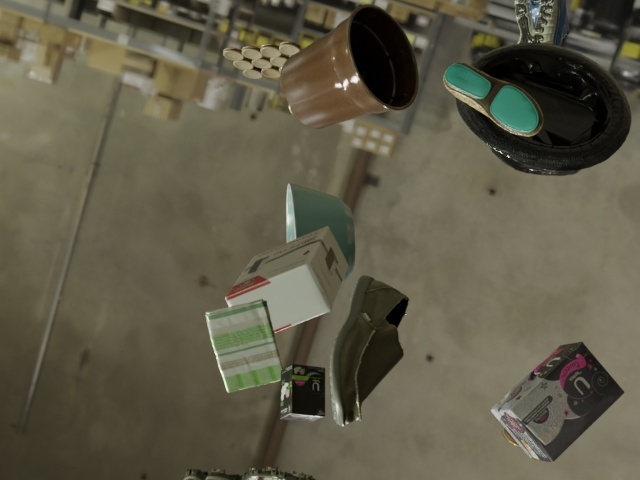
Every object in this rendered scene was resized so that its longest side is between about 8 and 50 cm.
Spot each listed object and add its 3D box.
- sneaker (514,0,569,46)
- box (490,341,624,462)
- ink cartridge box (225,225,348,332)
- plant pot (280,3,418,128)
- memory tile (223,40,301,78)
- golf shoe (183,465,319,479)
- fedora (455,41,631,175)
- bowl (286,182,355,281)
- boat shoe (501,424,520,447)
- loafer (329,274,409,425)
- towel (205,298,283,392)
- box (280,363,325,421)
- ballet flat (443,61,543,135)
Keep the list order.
[{"bbox_3d":[0.540,-0.471,2.275,0.129,0.330,0.147,23,-148,36],"label":"sneaker"},{"bbox_3d":[0.556,0.377,2.237,0.163,0.247,0.142,50,167,2],"label":"box"},{"bbox_3d":[-0.065,0.087,2.021,0.197,0.114,0.273,-22,-168,15],"label":"ink cartridge box"},{"bbox_3d":[0.036,-0.256,1.470,0.165,0.167,0.167,-17,163,39],"label":"plant pot"},{"bbox_3d":[-0.085,-0.311,1.642,0.148,0.012,0.113,0,163,25],"label":"memory tile"},{"bbox_3d":[-0.094,0.396,1.395,0.272,0.120,0.105,-15,151,39],"label":"golf shoe"},{"bbox_3d":[0.422,-0.228,1.839,0.334,0.334,0.152,19,150,15],"label":"fedora"},{"bbox_3d":[0.000,0.000,2.499,0.163,0.312,0.311,-3,-169,-6],"label":"bowl"},{"bbox_3d":[0.492,0.461,2.377,0.064,0.060,0.178,15,-164,-3],"label":"boat shoe"},{"bbox_3d":[0.070,0.147,1.311,0.087,0.094,0.251,7,-134,12],"label":"loafer"},{"bbox_3d":[-0.132,0.185,1.675,0.113,0.152,0.023,-13,-170,6],"label":"towel"},{"bbox_3d":[-0.029,0.252,1.565,0.062,0.083,0.052,10,157,-23],"label":"box"},{"bbox_3d":[0.297,-0.234,1.593,0.206,0.073,0.067,43,-171,30],"label":"ballet flat"}]
